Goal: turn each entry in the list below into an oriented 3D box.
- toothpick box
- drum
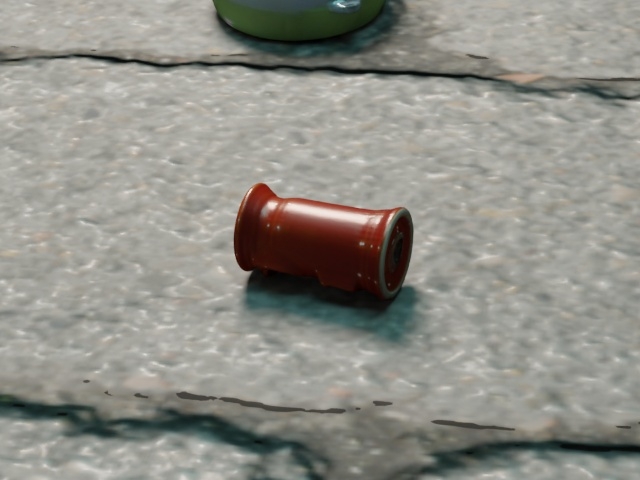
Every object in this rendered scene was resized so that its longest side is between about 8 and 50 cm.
[{"bbox_3d":[0.000,0.000,0.953,0.083,0.047,0.047,10,35,20],"label":"toothpick box"},{"bbox_3d":[0.050,-0.185,1.235,0.253,0.049,0.130,-13,34,-16],"label":"drum"}]
